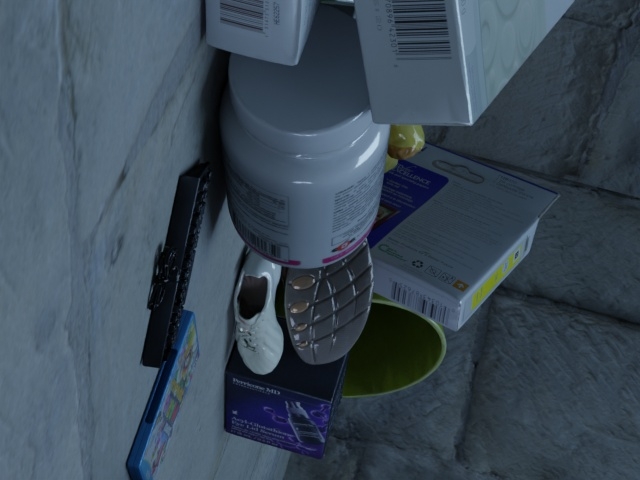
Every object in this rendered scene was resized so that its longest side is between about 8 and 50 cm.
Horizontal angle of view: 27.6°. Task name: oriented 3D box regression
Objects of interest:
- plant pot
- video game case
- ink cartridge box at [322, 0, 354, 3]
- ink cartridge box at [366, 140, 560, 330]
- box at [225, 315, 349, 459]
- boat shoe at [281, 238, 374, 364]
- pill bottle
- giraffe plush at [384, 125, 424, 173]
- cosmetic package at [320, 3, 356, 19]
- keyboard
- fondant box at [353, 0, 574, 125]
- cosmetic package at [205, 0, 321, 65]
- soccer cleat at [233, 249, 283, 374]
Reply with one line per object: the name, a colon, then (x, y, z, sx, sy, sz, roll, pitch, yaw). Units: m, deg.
plant pot: (0.047, 0.047, 2.000, 0.274, 0.275, 0.293, 98, -7, -53)
video game case: (-0.155, 0.166, 1.303, 0.119, 0.015, 0.166, 96, 11, -64)
ink cartridge box: (0.066, -0.304, 1.395, 0.209, 0.062, 0.108, -5, 102, -47)
ink cartridge box: (0.142, -0.028, 1.879, 0.307, 0.304, 0.072, -38, 143, -45)
box: (-0.048, 0.204, 1.829, 0.207, 0.153, 0.108, 95, 12, -58)
boat shoe: (0.000, 0.000, 1.706, 0.116, 0.123, 0.324, -137, -133, -71)
pill bottle: (-0.015, -0.095, 1.249, 0.283, 0.160, 0.160, 94, 12, -67)
giraffe plush: (0.038, -0.152, 1.808, 0.170, 0.181, 0.210, -45, 171, -34)
cosmetic package: (0.029, -0.216, 1.488, 0.127, 0.107, 0.237, 31, 72, -50)
keyboard: (-0.127, 0.024, 1.159, 0.108, 0.023, 0.180, -57, 161, -74)
fondant box: (0.132, -0.273, 1.156, 0.330, 0.096, 0.238, -49, 136, -52)
cosmetic package: (-0.024, -0.268, 1.075, 0.117, 0.086, 0.231, 96, 11, -55)
soccer cleat: (-0.084, 0.097, 1.648, 0.076, 0.068, 0.196, -60, 157, -55)
